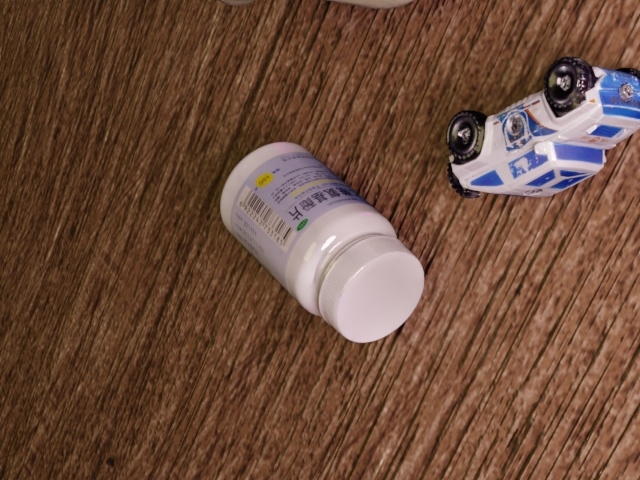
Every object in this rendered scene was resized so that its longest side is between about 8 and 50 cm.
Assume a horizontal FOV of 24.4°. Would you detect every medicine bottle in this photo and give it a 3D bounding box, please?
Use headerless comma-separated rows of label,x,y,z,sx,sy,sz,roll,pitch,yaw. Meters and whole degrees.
medicine bottle,0.000,0.000,1.260,0.186,0.102,0.103,44,119,43

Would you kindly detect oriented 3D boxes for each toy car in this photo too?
toy car,0.162,-0.074,1.089,0.170,0.080,0.070,-27,67,45

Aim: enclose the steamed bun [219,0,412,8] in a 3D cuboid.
steamed bun,-0.066,-0.365,1.190,0.342,0.255,0.368,-143,46,-58
